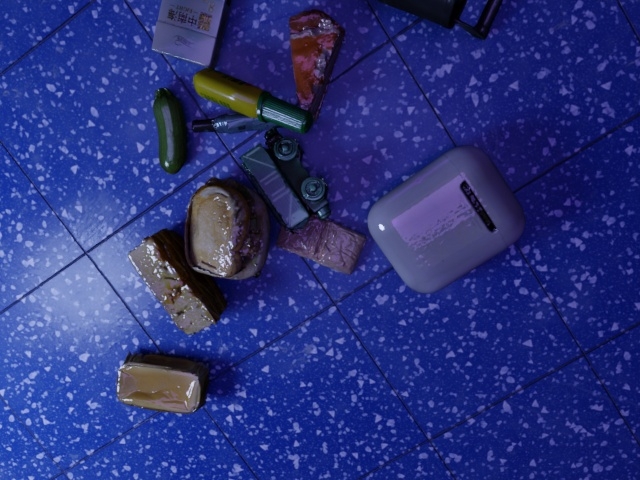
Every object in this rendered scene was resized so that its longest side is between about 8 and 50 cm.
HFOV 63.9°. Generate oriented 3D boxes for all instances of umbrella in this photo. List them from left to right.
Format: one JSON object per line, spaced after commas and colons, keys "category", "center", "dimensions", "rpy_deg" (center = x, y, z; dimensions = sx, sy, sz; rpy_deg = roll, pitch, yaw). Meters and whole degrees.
{"category": "umbrella", "center": [-0.206, -0.302, 1.315], "dimensions": [0.251, 0.053, 0.052], "rpy_deg": [-5, 103, 2]}

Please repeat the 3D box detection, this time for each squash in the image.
{"category": "squash", "center": [-0.386, -0.280, 1.320], "dimensions": [0.077, 0.068, 0.219], "rpy_deg": [-4, 101, 9]}

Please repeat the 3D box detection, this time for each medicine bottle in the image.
{"category": "medicine bottle", "center": [-0.163, -0.335, 1.246], "dimensions": [0.309, 0.111, 0.076], "rpy_deg": [26, 106, 12]}

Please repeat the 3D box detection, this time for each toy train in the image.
{"category": "toy train", "center": [-0.083, -0.151, 1.296], "dimensions": [0.154, 0.115, 0.269], "rpy_deg": [-34, 90, 0]}

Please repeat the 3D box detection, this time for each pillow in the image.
{"category": "pillow", "center": [0.000, 0.000, 1.376], "dimensions": [0.233, 0.043, 0.126], "rpy_deg": [23, 97, 0]}

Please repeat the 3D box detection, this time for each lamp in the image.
{"category": "lamp", "center": [0.235, -0.613, 1.149], "dimensions": [0.272, 0.374, 0.205], "rpy_deg": [34, 111, 28]}

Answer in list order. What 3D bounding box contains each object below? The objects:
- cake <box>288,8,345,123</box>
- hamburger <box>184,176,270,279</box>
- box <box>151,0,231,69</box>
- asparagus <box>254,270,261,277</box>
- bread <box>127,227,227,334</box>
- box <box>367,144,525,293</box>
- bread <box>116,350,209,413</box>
{"category": "cake", "center": [-0.007, -0.419, 1.259], "dimensions": [0.135, 0.098, 0.287], "rpy_deg": [0, 101, 3]}
{"category": "hamburger", "center": [-0.241, -0.031, 1.292], "dimensions": [0.243, 0.146, 0.286], "rpy_deg": [-40, 67, 27]}
{"category": "box", "center": [-0.307, -0.563, 1.259], "dimensions": [0.155, 0.067, 0.242], "rpy_deg": [16, 101, 1]}
{"category": "asparagus", "center": [-0.236, 0.052, 1.400], "dimensions": [0.165, 0.036, 0.030], "rpy_deg": [30, 92, -3]}
{"category": "bread", "center": [-0.366, 0.104, 1.343], "dimensions": [0.114, 0.185, 0.274], "rpy_deg": [-35, 98, 3]}
{"category": "box", "center": [0.315, -0.049, 1.299], "dimensions": [0.349, 0.141, 0.288], "rpy_deg": [-34, 97, 9]}
{"category": "bread", "center": [-0.439, 0.398, 1.444], "dimensions": [0.241, 0.107, 0.136], "rpy_deg": [7, 99, 1]}
